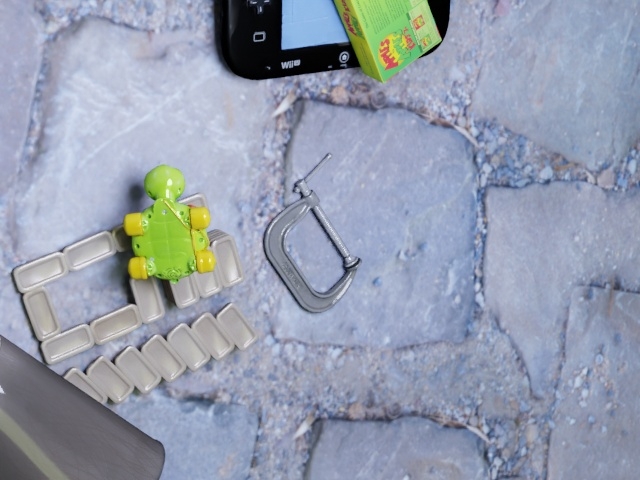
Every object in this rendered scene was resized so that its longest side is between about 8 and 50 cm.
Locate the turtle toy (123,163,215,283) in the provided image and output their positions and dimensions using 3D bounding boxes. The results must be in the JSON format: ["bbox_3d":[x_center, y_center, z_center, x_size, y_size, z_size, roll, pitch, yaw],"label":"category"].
[{"bbox_3d":[-0.163,-0.017,1.837,0.095,0.066,0.130,-5,105,0],"label":"turtle toy"}]

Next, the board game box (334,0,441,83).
[{"bbox_3d":[0.066,-0.280,1.940,0.092,0.043,0.181,-37,129,-16],"label":"board game box"}]

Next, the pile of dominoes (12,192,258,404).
[{"bbox_3d":[-0.203,0.070,1.897,0.251,0.040,0.196,-23,110,-21],"label":"pile of dominoes"}]

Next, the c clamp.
[{"bbox_3d":[0.000,0.000,2.021,0.137,0.022,0.160,-39,116,-24],"label":"c clamp"}]

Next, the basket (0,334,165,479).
[{"bbox_3d":[-0.304,0.214,1.770,0.204,0.154,0.227,-50,117,-20],"label":"basket"}]

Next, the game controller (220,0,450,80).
[{"bbox_3d":[0.021,-0.280,1.966,0.319,0.067,0.166,-11,104,-32],"label":"game controller"}]
